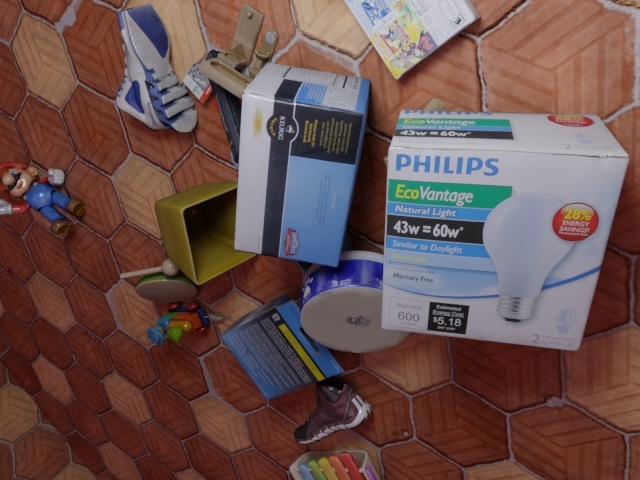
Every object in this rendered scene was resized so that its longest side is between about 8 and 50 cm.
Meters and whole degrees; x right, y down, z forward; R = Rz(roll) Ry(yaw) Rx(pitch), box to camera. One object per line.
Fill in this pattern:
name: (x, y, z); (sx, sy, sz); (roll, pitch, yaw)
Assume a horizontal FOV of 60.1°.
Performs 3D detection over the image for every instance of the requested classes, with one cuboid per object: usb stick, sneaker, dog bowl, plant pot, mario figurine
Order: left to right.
mario figurine: (-0.945, -0.153, 1.797); (0.321, 0.198, 0.170); (31, 140, 9)
sneaker: (-0.450, -0.406, 1.378); (0.182, 0.127, 0.315); (-4, 114, 32)
plant pot: (-0.314, -0.040, 1.455); (0.187, 0.212, 0.212); (18, 124, 39)
usb stick: (-0.210, -0.305, 1.266); (0.077, 0.045, 0.277); (-40, 66, 56)
sneaker: (0.005, 0.477, 1.603); (0.281, 0.106, 0.162); (-32, 90, 29)
dog bowl: (0.085, 0.148, 1.282); (0.265, 0.104, 0.264); (3, 136, 3)

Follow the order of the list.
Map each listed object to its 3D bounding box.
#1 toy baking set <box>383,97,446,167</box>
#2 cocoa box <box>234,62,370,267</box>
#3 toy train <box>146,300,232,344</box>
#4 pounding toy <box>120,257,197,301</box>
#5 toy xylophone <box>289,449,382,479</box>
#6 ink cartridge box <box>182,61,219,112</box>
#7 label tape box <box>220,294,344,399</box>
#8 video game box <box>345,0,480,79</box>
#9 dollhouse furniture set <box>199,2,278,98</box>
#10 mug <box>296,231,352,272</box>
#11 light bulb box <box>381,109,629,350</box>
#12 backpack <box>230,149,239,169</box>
toy baking set: (0.229, -0.145, 1.096); (0.197, 0.030, 0.256); (-26, 111, 21)
cocoa box: (-0.036, -0.157, 1.148); (0.228, 0.231, 0.346); (10, 123, 2)
toy train: (-0.410, 0.263, 1.709); (0.248, 0.143, 0.105); (-4, 113, 34)
pounding toy: (-0.473, 0.097, 1.673); (0.183, 0.110, 0.236); (-7, 153, 4)
toy xylophone: (0.070, 0.744, 1.708); (0.323, 0.081, 0.236); (-28, 99, 40)
ink cartridge box: (-0.279, -0.370, 1.352); (0.115, 0.029, 0.063); (50, 130, 0)
label tape box: (-0.091, 0.288, 1.544); (0.334, 0.106, 0.240); (-30, 97, 39)
video game box: (0.161, -0.438, 1.024); (0.187, 0.048, 0.205); (-30, 97, 38)
dollhouse furniture set: (-0.165, -0.408, 1.180); (0.144, 0.151, 0.123); (34, 128, 10)
mug: (0.008, 0.004, 1.330); (0.130, 0.097, 0.157); (-1, 113, 34)
light bulb box: (0.300, -0.028, 0.992); (0.359, 0.225, 0.360); (4, 119, 11)
backpack: (-0.166, -0.210, 1.332); (0.105, 0.084, 0.114); (45, 132, 6)
